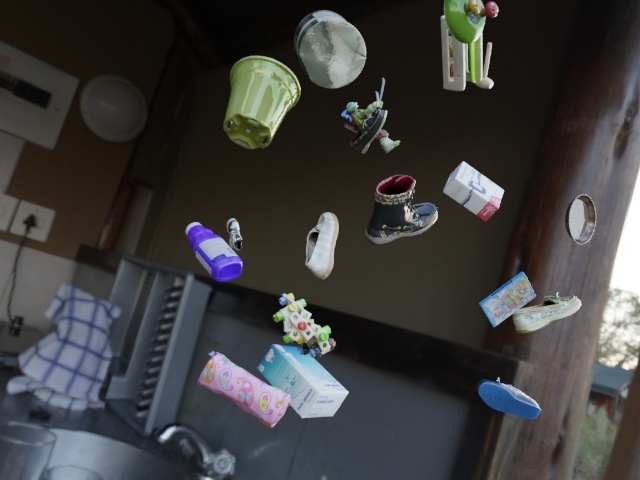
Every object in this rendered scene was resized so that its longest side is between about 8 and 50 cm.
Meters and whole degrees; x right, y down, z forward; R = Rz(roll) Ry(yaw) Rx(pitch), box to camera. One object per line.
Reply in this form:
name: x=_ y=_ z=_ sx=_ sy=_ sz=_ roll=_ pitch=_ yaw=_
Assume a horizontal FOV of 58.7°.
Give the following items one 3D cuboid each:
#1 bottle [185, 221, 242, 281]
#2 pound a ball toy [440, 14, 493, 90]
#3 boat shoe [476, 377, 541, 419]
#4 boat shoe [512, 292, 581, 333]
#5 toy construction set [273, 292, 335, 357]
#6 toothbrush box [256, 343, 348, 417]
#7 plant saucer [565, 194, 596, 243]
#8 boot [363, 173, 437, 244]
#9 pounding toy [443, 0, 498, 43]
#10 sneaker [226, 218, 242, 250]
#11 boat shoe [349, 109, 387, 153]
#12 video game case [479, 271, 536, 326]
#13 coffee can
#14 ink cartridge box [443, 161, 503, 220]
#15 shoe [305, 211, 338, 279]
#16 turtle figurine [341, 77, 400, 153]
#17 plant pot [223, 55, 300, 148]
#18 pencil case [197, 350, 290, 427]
bottle: x=-0.397 y=0.035 z=2.064 sx=0.118 sy=0.092 sz=0.283 roll=-16 pitch=43 yaw=-37
pound a ball toy: x=0.562 y=-0.727 z=2.219 sx=0.136 sy=0.208 sz=0.318 roll=25 pitch=-44 yaw=43
boat shoe: x=0.661 y=0.565 z=2.040 sx=0.258 sy=0.109 sz=0.089 roll=32 pitch=17 yaw=-14
boat shoe: x=0.802 y=0.243 z=2.014 sx=0.286 sy=0.089 sz=0.105 roll=-19 pitch=-5 yaw=-25
toy construction set: x=-0.060 y=0.295 z=1.966 sx=0.151 sy=0.214 sz=0.328 roll=-23 pitch=5 yaw=-11
toothbrush box: x=-0.070 y=0.548 z=2.232 sx=0.296 sy=0.126 sz=0.216 roll=37 pitch=9 yaw=34
plant saucer: x=0.874 y=-0.072 z=1.922 sx=0.169 sy=0.168 sz=0.029 roll=23 pitch=-11 yaw=-36
boot: x=0.369 y=-0.153 z=2.475 sx=0.378 sy=0.284 sz=0.138 roll=-17 pitch=48 yaw=-20
pounding toy: x=0.488 y=-0.766 z=1.835 sx=0.110 sy=0.183 sz=0.236 roll=-5 pitch=-60 yaw=51
sneaker: x=-0.202 y=-0.014 z=1.371 sx=0.032 sy=0.083 sz=0.037 roll=-25 pitch=38 yaw=-27
boat shoe: x=0.182 y=-0.420 z=2.172 sx=0.069 sy=0.081 sz=0.227 roll=24 pitch=-37 yaw=-8
video game case: x=0.585 y=0.186 z=1.776 sx=0.119 sy=0.166 sz=0.015 roll=52 pitch=2 yaw=-34
coffee can: x=0.023 y=-0.611 z=1.805 sx=0.202 sy=0.201 sz=0.275 roll=19 pitch=23 yaw=-15
ink cartridge box: x=0.694 y=-0.225 z=2.579 sx=0.237 sy=0.172 sz=0.100 roll=35 pitch=-48 yaw=0
shoe: x=0.000 y=0.000 z=1.376 sx=0.058 sy=0.219 sz=0.076 roll=25 pitch=-52 yaw=-17
turtle figurine: x=0.257 y=-0.520 z=2.413 sx=0.266 sy=0.275 sz=0.198 roll=53 pitch=-26 yaw=0
plant pot: x=-0.237 y=-0.488 z=2.100 sx=0.276 sy=0.253 sz=0.276 roll=11 pitch=-31 yaw=7
pencil case: x=-0.231 y=0.451 z=1.733 sx=0.284 sy=0.124 sz=0.124 roll=29 pitch=-5 yaw=11
